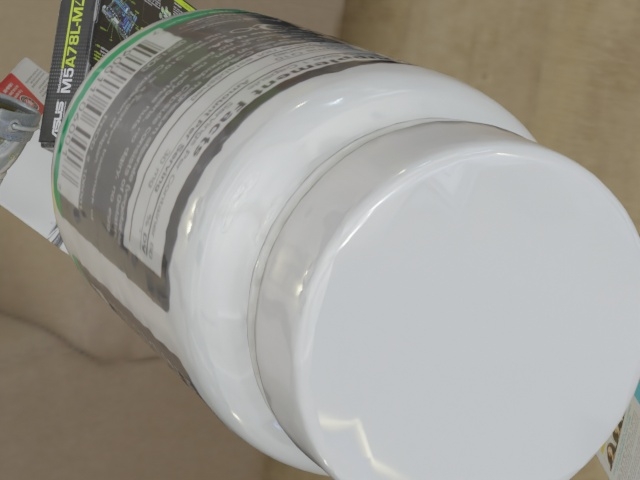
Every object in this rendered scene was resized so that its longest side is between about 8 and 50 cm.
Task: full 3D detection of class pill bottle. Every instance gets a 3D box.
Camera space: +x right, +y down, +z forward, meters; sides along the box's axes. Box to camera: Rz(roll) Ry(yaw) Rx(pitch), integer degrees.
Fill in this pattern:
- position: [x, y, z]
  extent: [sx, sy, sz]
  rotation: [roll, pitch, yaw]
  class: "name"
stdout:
- position: [0.000, 0.000, 0.872]
  extent: [0.361, 0.204, 0.204]
  rotation: [33, 113, 63]
  class: "pill bottle"

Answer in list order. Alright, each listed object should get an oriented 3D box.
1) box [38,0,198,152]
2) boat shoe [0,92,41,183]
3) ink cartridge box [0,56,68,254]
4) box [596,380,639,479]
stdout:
- position: [-0.174, -0.148, 1.520]
  extent: [0.045, 0.190, 0.184]
  rotation: [0, 79, 23]
  class: "box"
- position: [-0.412, -0.159, 1.556]
  extent: [0.320, 0.118, 0.103]
  rotation: [34, 102, -16]
  class: "boat shoe"
- position: [-0.297, -0.080, 2.066]
  extent: [0.273, 0.197, 0.114]
  rotation: [36, 106, -9]
  class: "ink cartridge box"
- position: [0.314, 0.183, 1.652]
  extent: [0.060, 0.244, 0.100]
  rotation: [8, 109, -8]
  class: "box"
